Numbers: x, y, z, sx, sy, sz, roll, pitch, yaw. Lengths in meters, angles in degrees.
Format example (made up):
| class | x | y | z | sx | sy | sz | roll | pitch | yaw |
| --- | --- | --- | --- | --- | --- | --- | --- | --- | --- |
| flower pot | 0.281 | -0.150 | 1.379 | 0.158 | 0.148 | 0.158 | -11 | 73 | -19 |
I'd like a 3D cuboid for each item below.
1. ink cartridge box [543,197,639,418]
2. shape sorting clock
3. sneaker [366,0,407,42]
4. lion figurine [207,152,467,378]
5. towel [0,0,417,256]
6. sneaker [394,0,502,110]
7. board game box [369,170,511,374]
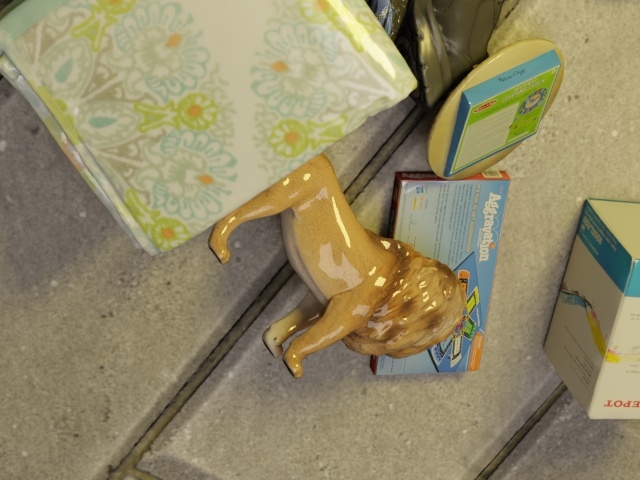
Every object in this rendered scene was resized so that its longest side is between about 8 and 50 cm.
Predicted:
| class | x | y | z | sx | sy | sz | roll | pitch | yaw |
| --- | --- | --- | --- | --- | --- | --- | --- | --- | --- |
| ink cartridge box | 0.412 | 0.090 | 2.152 | 0.171 | 0.168 | 0.233 | 4 | 117 | -17 |
| shape sorting clock | 0.205 | -0.155 | 1.992 | 0.206 | 0.040 | 0.206 | -31 | 153 | -18 |
| sneaker | 0.027 | -0.214 | 1.886 | 0.087 | 0.083 | 0.221 | 26 | 138 | -8 |
| lion figurine | 0.000 | 0.000 | 1.991 | 0.240 | 0.142 | 0.392 | -35 | 111 | -9 |
| towel | -0.135 | -0.197 | 1.816 | 0.374 | 0.090 | 0.320 | -33 | 104 | 14 |
| sneaker | 0.140 | -0.292 | 1.913 | 0.130 | 0.109 | 0.286 | -21 | 129 | -16 |
| board game box | 0.149 | 0.043 | 2.133 | 0.145 | 0.027 | 0.281 | -1 | 118 | -14 |
